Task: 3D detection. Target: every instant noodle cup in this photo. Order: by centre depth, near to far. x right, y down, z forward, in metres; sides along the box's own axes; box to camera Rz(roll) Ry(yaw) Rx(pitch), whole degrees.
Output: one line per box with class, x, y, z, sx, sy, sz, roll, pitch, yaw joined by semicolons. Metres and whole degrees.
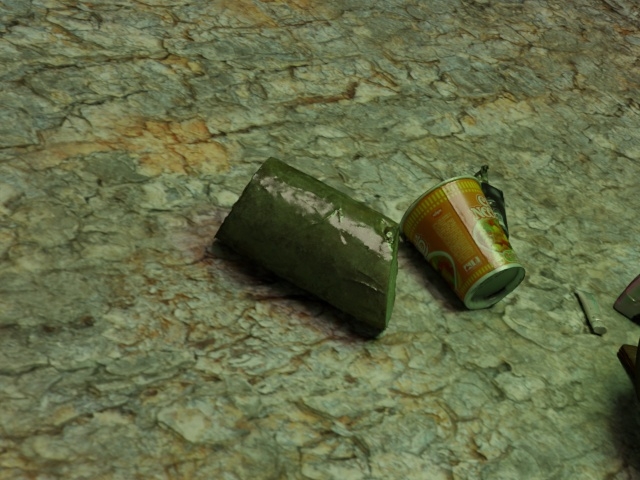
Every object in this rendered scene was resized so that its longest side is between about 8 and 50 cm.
instant noodle cup;0.246;0.012;1.854;0.168;0.168;0.185;-5;51;-38

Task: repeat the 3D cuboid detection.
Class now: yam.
yam;0.000;0.000;1.689;0.304;0.168;0.168;28;33;7

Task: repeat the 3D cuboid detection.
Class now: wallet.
wallet;0.600;0.225;1.897;0.176;0.026;0.095;13;33;-19

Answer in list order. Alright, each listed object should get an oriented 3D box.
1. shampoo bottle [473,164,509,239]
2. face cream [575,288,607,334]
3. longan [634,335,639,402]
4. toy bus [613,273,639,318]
shampoo bottle;0.315;-0.067;2.075;0.057;0.063;0.207;27;31;-19
face cream;0.485;0.124;1.963;0.038;0.020;0.115;15;33;-14
longan;0.705;0.195;1.662;0.436;0.404;0.404;2;35;2
toy bus;0.674;0.150;1.980;0.274;0.112;0.090;36;41;15
